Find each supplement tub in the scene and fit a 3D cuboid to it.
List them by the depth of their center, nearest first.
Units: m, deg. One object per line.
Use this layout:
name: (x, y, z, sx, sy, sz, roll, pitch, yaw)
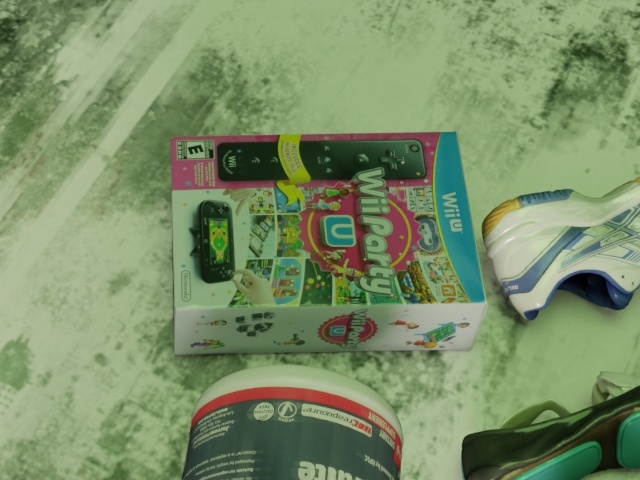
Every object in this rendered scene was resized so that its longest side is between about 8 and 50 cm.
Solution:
supplement tub: (-0.032, 0.260, 1.170, 0.191, 0.191, 0.272, 7, 53, 0)

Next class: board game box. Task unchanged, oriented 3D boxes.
board game box: (0.000, 0.000, 1.425, 0.303, 0.097, 0.224, -1, 54, -7)

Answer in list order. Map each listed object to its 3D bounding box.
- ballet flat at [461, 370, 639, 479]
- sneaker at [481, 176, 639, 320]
ballet flat: (0.261, 0.176, 1.325, 0.280, 0.095, 0.096, -14, 44, -15)
sneaker: (0.317, 0.009, 1.459, 0.296, 0.112, 0.131, -11, 73, -11)
